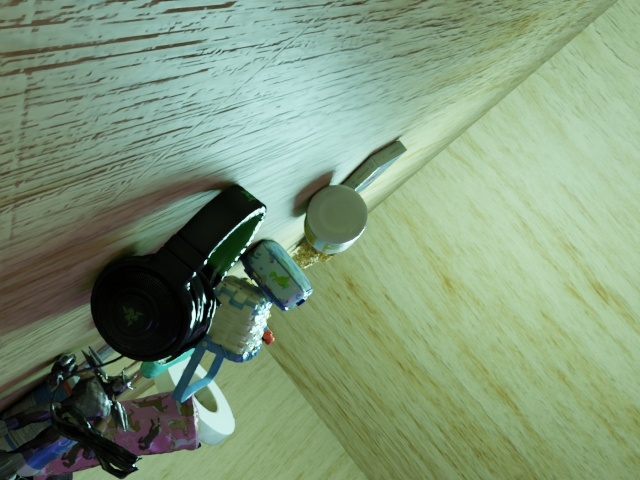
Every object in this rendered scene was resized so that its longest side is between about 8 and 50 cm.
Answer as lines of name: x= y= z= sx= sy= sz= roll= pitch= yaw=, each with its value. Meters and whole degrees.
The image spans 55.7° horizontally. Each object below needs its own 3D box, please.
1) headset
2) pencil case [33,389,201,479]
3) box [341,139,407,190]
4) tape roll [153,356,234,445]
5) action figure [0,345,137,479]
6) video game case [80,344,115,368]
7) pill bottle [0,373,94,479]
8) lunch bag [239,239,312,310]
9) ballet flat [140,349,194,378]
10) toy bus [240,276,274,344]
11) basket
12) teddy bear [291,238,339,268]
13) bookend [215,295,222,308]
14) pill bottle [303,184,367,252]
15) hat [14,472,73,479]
headset: x=-0.194 y=0.108 z=0.805 sx=0.394 sy=0.185 sz=0.243 roll=-49 pitch=177 yaw=-8
pencil case: x=-0.479 y=0.451 z=1.416 sx=0.387 sy=0.167 sz=0.160 roll=-6 pitch=-156 yaw=-22
box: x=0.120 y=-0.169 z=1.539 sx=0.145 sy=0.038 sz=0.186 roll=-35 pitch=174 yaw=-46
tape roll: x=-0.466 y=0.575 z=2.242 sx=0.072 sy=0.392 sz=0.392 roll=-38 pitch=176 yaw=1
action figure: x=-0.426 y=0.291 z=0.983 sx=0.285 sy=0.185 sz=0.099 roll=-26 pitch=-178 yaw=-34
video game case: x=-0.441 y=0.230 z=1.246 sx=0.122 sy=0.011 sz=0.087 roll=-38 pitch=176 yaw=-2
pill bottle: x=-0.506 y=0.340 z=1.086 sx=0.222 sy=0.124 sz=0.124 roll=-38 pitch=176 yaw=-11
lunch bag: x=-0.100 y=0.088 z=1.485 sx=0.090 sy=0.176 sz=0.219 roll=-40 pitch=177 yaw=4
ballet flat: x=-0.467 y=0.350 z=1.923 sx=0.087 sy=0.083 sz=0.247 roll=-57 pitch=169 yaw=31
toy bus: x=-0.229 y=0.240 z=1.848 sx=0.149 sy=0.211 sz=0.220 roll=-39 pitch=178 yaw=-20
basket: x=-0.244 y=0.232 z=1.452 sx=0.255 sy=0.201 sz=0.288 roll=6 pitch=107 yaw=-84
teddy bear: x=0.000 y=0.000 z=2.083 sx=0.245 sy=0.113 sz=0.338 roll=-31 pitch=-176 yaw=5
bookend: x=-0.308 y=0.163 z=1.229 sx=0.157 sy=0.072 sz=0.156 roll=-39 pitch=175 yaw=21
pill bottle: x=0.029 y=-0.042 z=1.453 sx=0.136 sy=0.136 sz=0.245 roll=-38 pitch=176 yaw=-9
hat: x=-0.828 y=0.652 z=1.568 sx=0.331 sy=0.134 sz=0.330 roll=-23 pitch=122 yaw=-43
